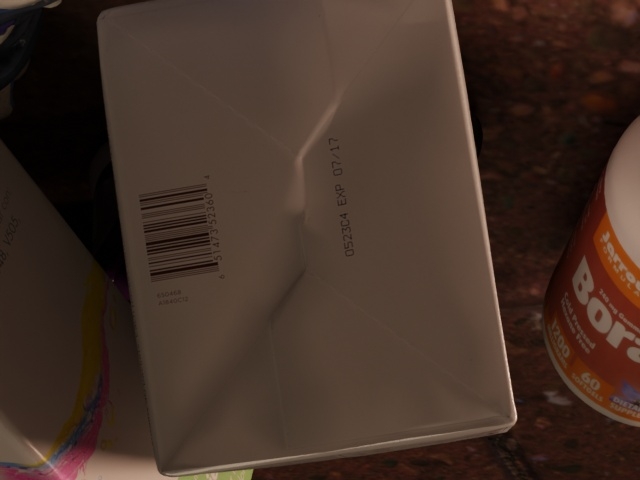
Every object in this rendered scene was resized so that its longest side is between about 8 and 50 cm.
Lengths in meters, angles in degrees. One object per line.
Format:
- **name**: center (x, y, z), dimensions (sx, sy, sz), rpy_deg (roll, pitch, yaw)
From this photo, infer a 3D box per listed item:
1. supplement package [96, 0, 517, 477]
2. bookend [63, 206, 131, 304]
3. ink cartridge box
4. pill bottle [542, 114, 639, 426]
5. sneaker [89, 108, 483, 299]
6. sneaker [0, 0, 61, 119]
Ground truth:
- **supplement package**: center (0.000, 0.000, 0.886), dimensions (0.149, 0.194, 0.203), rpy_deg (-8, 173, 3)
- **bookend**: center (-0.106, 0.085, 1.168), dimensions (0.072, 0.156, 0.157), rpy_deg (-19, 143, 35)
- **ink cartridge box**: center (-0.203, 0.057, 0.922), dimensions (0.207, 0.119, 0.353), rpy_deg (-8, 136, 26)
- **pill bottle**: center (0.192, 0.001, 1.009), dimensions (0.121, 0.121, 0.216), rpy_deg (8, 149, -4)
- **sneaker**: center (-0.021, -0.014, 1.041), dimensions (0.223, 0.098, 0.083), rpy_deg (-10, 147, 25)
- **sneaker**: center (-0.130, -0.139, 0.852), dimensions (0.323, 0.130, 0.236), rpy_deg (-13, 165, 7)
